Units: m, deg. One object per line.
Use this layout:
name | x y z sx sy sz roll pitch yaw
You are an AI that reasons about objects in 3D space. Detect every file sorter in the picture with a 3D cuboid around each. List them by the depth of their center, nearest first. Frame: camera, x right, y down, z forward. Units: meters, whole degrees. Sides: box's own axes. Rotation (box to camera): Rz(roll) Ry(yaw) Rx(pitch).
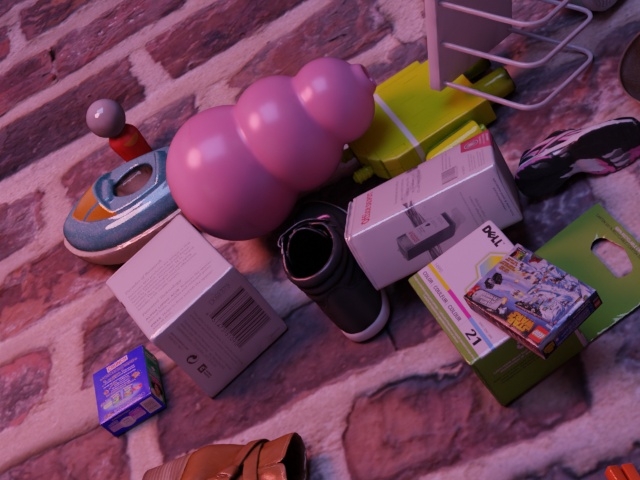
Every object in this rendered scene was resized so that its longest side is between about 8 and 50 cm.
file sorter | 0.266 -0.349 1.773 0.173 0.277 0.193 22 47 33

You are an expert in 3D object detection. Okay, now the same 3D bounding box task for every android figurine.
android figurine | 0.150 -0.183 1.922 0.273 0.056 0.248 -36 39 0

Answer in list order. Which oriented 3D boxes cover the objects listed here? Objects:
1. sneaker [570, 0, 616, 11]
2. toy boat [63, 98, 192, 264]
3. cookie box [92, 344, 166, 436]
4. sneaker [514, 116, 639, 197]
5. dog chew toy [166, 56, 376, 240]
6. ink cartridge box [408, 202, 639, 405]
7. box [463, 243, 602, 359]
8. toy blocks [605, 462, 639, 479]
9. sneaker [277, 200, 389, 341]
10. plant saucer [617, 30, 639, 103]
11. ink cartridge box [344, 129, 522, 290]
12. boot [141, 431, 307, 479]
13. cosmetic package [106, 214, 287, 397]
sneaker | 0.434 -0.455 1.941 0.256 0.094 0.151 -46 36 -11
toy boat | -0.325 -0.104 2.144 0.268 0.148 0.318 -30 39 11
cookie box | -0.277 0.216 1.872 0.092 0.040 0.107 -32 39 9
sneaker | 0.338 -0.126 1.711 0.178 0.072 0.077 -18 32 15
dog chew toy | -0.063 -0.145 1.887 0.332 0.206 0.206 -35 38 16
ink cartridge box | 0.263 0.048 1.571 0.255 0.097 0.189 -37 38 3
box | 0.239 0.067 1.471 0.094 0.027 0.137 -43 39 -9
toy blocks | 0.352 0.237 1.345 0.123 0.054 0.148 -30 39 9
sneaker | 0.000 0.000 1.785 0.105 0.147 0.295 -35 37 8
plant saucer | 0.496 -0.239 1.722 0.199 0.036 0.198 -21 42 21
ink cartridge box | 0.149 -0.041 1.717 0.218 0.092 0.158 -25 17 14
boot | -0.119 0.364 1.569 0.220 0.109 0.283 -18 35 18
cosmetic package | -0.177 0.091 1.830 0.151 0.151 0.184 -43 38 -5
